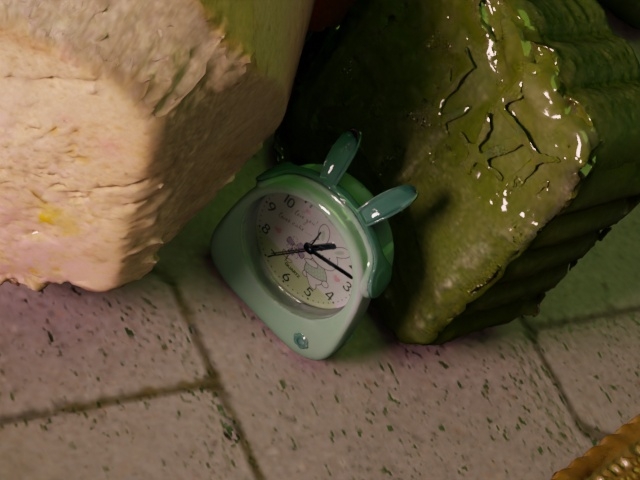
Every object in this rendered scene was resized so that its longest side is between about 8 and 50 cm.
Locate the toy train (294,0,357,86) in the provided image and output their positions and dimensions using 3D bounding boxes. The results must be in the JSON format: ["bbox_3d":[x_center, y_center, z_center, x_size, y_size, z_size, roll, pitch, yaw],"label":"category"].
[{"bbox_3d":[0.010,-0.225,1.212,0.116,0.177,0.285,30,45,-8],"label":"toy train"}]

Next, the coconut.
[{"bbox_3d":[-0.147,-0.152,0.991,0.297,0.297,0.309,23,52,-14],"label":"coconut"}]

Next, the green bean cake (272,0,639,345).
[{"bbox_3d":[0.086,-0.065,1.106,0.113,0.214,0.200,-10,61,-43],"label":"green bean cake"}]

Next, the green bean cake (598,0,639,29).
[{"bbox_3d":[0.245,-0.296,1.449,0.248,0.125,0.222,44,45,7],"label":"green bean cake"}]

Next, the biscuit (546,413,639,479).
[{"bbox_3d":[0.194,0.199,1.084,0.254,0.029,0.172,-27,72,-42],"label":"biscuit"}]

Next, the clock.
[{"bbox_3d":[0.000,0.000,1.052,0.101,0.135,0.041,47,45,8],"label":"clock"}]
